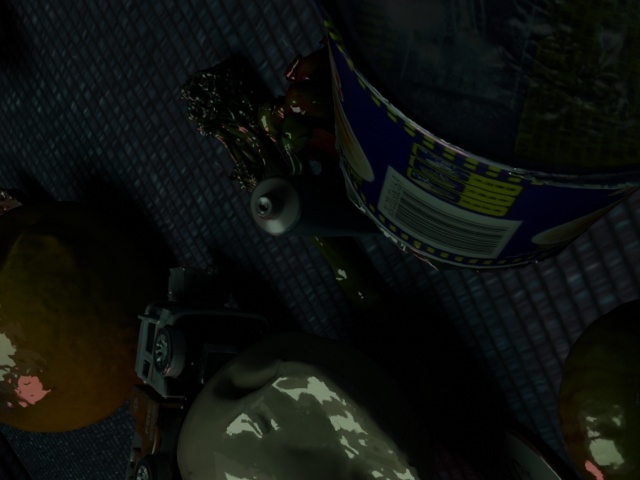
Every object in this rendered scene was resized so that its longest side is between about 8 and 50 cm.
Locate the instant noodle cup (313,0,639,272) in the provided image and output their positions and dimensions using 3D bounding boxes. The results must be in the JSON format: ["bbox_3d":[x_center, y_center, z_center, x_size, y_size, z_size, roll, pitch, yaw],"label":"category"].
[{"bbox_3d":[0.117,-0.113,1.034,0.284,0.284,0.312,48,166,10],"label":"instant noodle cup"}]

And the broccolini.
[{"bbox_3d":[-0.004,0.002,1.673,0.392,0.074,0.079,54,156,-6],"label":"broccolini"}]

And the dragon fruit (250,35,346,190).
[{"bbox_3d":[0.007,-0.108,1.452,0.138,0.175,0.142,17,113,36],"label":"dragon fruit"}]

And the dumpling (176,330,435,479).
[{"bbox_3d":[0.003,0.246,1.738,0.315,0.233,0.395,49,155,1],"label":"dumpling"}]

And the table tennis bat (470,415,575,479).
[{"bbox_3d":[0.243,0.292,1.706,0.301,0.022,0.173,55,158,-1],"label":"table tennis bat"}]

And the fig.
[{"bbox_3d":[0.226,0.134,1.329,0.151,0.151,0.259,51,163,3],"label":"fig"}]

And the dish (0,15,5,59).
[{"bbox_3d":[-0.467,-0.264,2.128,0.303,0.120,0.303,43,157,23],"label":"dish"}]

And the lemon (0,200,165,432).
[{"bbox_3d":[-0.329,0.093,2.203,0.297,0.297,0.297,43,157,23],"label":"lemon"}]

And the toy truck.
[{"bbox_3d":[-0.153,0.194,1.994,0.184,0.133,0.338,21,104,62],"label":"toy truck"}]

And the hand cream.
[{"bbox_3d":[0.005,-0.028,1.502,0.083,0.048,0.224,44,-162,18],"label":"hand cream"}]

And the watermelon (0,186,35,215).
[{"bbox_3d":[-0.397,0.035,2.440,0.256,0.193,0.140,44,-171,10],"label":"watermelon"}]
